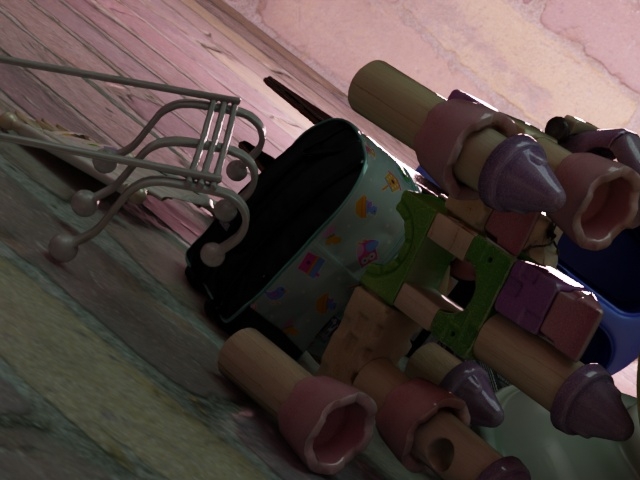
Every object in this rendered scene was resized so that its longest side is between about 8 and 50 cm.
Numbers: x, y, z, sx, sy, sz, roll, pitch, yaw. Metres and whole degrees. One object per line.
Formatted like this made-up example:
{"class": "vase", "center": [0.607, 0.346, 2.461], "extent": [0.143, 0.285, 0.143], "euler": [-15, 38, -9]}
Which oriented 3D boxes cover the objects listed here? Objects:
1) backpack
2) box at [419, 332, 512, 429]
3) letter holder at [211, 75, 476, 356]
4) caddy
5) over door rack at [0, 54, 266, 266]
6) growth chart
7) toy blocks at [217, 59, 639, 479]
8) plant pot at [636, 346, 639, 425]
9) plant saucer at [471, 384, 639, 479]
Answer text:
{"class": "backpack", "center": [0.000, 0.000, 1.495], "extent": [0.144, 0.188, 0.166], "euler": [32, 9, -24]}
{"class": "box", "center": [0.192, 0.182, 1.700], "extent": [0.216, 0.060, 0.270], "euler": [36, 9, -7]}
{"class": "letter holder", "center": [0.043, -0.017, 1.874], "extent": [0.302, 0.152, 0.214], "euler": [32, 8, -27]}
{"class": "caddy", "center": [0.251, 0.021, 2.170], "extent": [0.341, 0.241, 0.179], "euler": [37, 5, 10]}
{"class": "over door rack", "center": [-0.207, -0.083, 1.395], "extent": [0.324, 0.108, 0.239], "euler": [21, 18, -6]}
{"class": "growth chart", "center": [-0.176, -0.064, 1.643], "extent": [0.172, 0.021, 0.237], "euler": [30, 6, 22]}
{"class": "toy blocks", "center": [0.148, 0.058, 1.317], "extent": [0.309, 0.289, 0.260], "euler": [12, 18, -49]}
{"class": "plant pot", "center": [0.345, 0.122, 1.283], "extent": [0.274, 0.275, 0.293], "euler": [38, -6, 9]}
{"class": "plant saucer", "center": [0.308, 0.235, 1.483], "extent": [0.400, 0.100, 0.400], "euler": [32, 21, -14]}
